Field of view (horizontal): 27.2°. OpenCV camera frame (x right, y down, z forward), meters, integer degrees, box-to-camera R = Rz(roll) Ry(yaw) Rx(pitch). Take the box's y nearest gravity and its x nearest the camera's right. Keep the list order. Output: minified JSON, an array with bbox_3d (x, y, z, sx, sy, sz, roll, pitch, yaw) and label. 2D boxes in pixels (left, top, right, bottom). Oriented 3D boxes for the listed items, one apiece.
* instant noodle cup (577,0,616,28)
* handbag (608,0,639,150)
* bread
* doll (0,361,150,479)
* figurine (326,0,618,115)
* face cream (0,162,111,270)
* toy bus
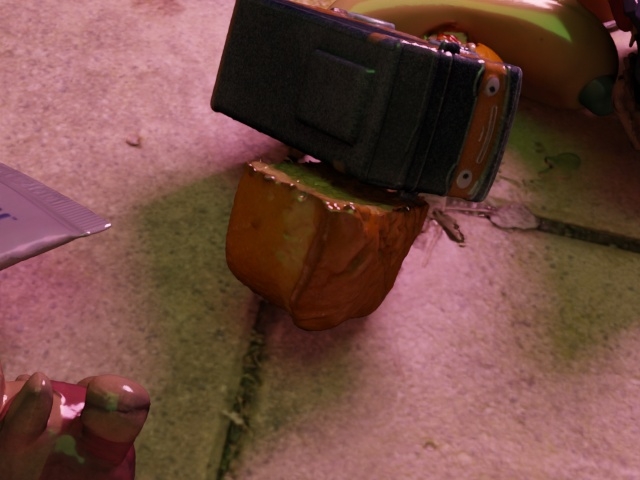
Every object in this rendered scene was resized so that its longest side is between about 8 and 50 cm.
[{"bbox_3d":[0.300,-0.376,1.538,0.216,0.172,0.216,5,49,-6],"label":"instant noodle cup"},{"bbox_3d":[0.354,-0.216,1.331,0.122,0.303,0.329,-10,47,21],"label":"handbag"},{"bbox_3d":[0.000,0.000,1.168,0.143,0.139,0.229,31,14,19],"label":"bread"},{"bbox_3d":[-0.262,0.135,0.981,0.256,0.196,0.152,9,49,-12],"label":"doll"},{"bbox_3d":[0.152,-0.189,1.389,0.324,0.124,0.222,1,53,-7],"label":"figurine"},{"bbox_3d":[-0.406,0.032,1.078,0.420,0.137,0.235,-27,35,-35],"label":"face cream"},{"bbox_3d":[0.034,-0.137,1.207,0.167,0.138,0.275,6,15,-39],"label":"toy bus"}]
